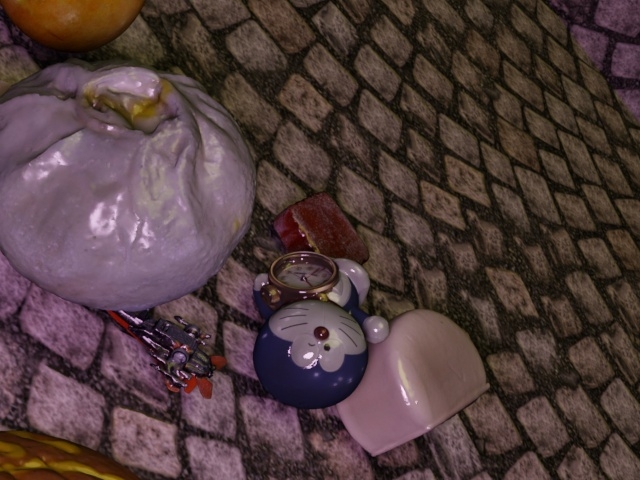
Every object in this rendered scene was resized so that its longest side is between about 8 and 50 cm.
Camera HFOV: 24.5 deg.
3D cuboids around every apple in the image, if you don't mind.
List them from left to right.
[{"bbox_3d":[-0.340,-0.382,2.064,0.237,0.207,0.237,34,34,-27],"label":"apple"}]

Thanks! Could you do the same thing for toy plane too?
[{"bbox_3d":[-0.204,0.123,1.877,0.189,0.061,0.130,43,34,-14],"label":"toy plane"}]

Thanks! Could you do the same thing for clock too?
[{"bbox_3d":[-0.005,0.125,2.038,0.199,0.147,0.243,8,37,2],"label":"clock"}]

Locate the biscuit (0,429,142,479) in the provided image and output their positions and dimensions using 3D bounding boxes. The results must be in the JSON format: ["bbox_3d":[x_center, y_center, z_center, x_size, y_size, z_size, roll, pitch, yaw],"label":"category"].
[{"bbox_3d":[-0.289,0.301,1.456,0.350,0.070,0.394,32,20,21],"label":"biscuit"}]

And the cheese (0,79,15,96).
[{"bbox_3d":[-0.457,-0.176,1.754,0.400,0.034,0.085,16,82,-66],"label":"cheese"}]

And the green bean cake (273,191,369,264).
[{"bbox_3d":[0.000,0.000,2.256,0.135,0.056,0.135,54,32,6],"label":"green bean cake"}]

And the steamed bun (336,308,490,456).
[{"bbox_3d":[0.125,0.196,2.135,0.241,0.146,0.164,-24,82,-57],"label":"steamed bun"}]

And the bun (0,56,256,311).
[{"bbox_3d":[-0.249,-0.090,1.770,0.361,0.211,0.362,4,46,-5],"label":"bun"}]
